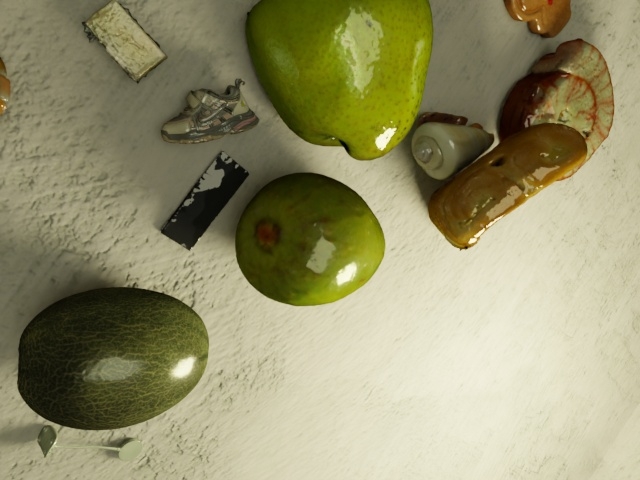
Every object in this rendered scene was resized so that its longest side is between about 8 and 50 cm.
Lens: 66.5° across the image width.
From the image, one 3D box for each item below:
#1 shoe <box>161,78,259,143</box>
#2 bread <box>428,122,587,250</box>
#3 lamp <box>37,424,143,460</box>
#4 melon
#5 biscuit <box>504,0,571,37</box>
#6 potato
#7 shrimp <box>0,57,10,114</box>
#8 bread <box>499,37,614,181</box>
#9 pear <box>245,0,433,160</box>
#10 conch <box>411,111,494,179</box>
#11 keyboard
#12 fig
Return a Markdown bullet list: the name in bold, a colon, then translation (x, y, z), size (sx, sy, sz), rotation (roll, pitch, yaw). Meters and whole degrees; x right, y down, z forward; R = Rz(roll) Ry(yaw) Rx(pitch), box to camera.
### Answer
- **shoe**: translation (-0.201, -0.230, 0.876), size (0.180, 0.089, 0.092), rotation (-20, 114, -23)
- **bread**: translation (0.389, -0.125, 1.069), size (0.328, 0.337, 0.148), rotation (-40, 81, 12)
- **lamp**: translation (-0.453, 0.406, 0.976), size (0.198, 0.056, 0.050), rotation (27, 91, -41)
- **melon**: translation (-0.346, 0.199, 0.843), size (0.301, 0.237, 0.237), rotation (1, 104, -27)
- **biscuit**: translation (0.495, -0.627, 1.135), size (0.202, 0.047, 0.334), rotation (-49, 120, -6)
- **potato**: translation (-0.322, -0.328, 0.803), size (0.086, 0.061, 0.122), rotation (-45, 119, -6)
- **shrimp**: translation (-0.570, -0.254, 0.686), size (0.248, 0.068, 0.150), rotation (29, 68, -23)
- **bread**: translation (0.609, -0.310, 1.249), size (0.295, 0.114, 0.328), rotation (41, 84, -31)
- **pear**: translation (0.065, -0.306, 0.907), size (0.342, 0.238, 0.318), rotation (-15, 103, -23)
- **conch**: translation (0.295, -0.209, 1.113), size (0.255, 0.158, 0.127), rotation (-5, 128, -37)
- **keyboard**: translation (-0.225, -0.077, 0.953), size (0.074, 0.015, 0.196), rotation (39, 86, -34)
- **fig**: translation (0.000, 0.000, 0.964), size (0.326, 0.258, 0.258), rotation (3, 104, -47)
